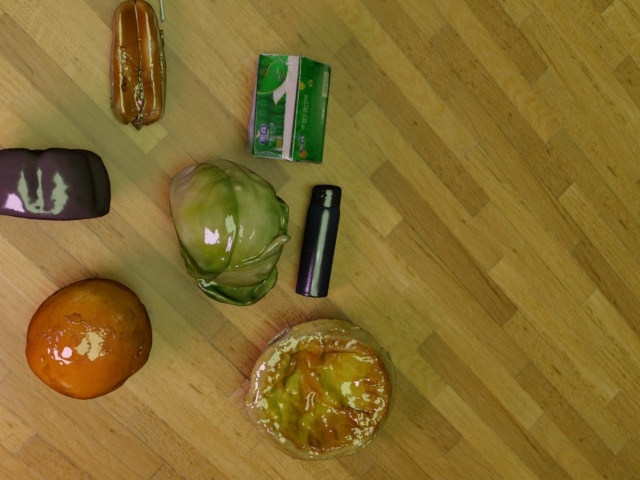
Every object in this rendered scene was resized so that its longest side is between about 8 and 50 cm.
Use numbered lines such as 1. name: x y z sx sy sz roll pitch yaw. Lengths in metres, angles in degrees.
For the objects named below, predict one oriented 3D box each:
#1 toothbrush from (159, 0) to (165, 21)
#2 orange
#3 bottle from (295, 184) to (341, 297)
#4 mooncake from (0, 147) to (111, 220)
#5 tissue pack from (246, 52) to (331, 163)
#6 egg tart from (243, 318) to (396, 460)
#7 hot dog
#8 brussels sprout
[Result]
1. toothbrush: -0.319 -0.505 1.622 0.013 0.011 0.131 -7 99 -29
2. orange: -0.441 0.187 1.556 0.240 0.240 0.240 -2 98 -17
3. bottle: 0.000 0.000 1.754 0.082 0.072 0.244 1 99 -54
4. mooncake: -0.515 -0.103 1.502 0.245 0.245 0.133 -3 95 -17
5. tissue pack: -0.081 -0.269 1.663 0.156 0.148 0.209 8 97 22
6. egg tart: 0.001 0.319 1.763 0.341 0.132 0.341 -2 97 -18
7. hot dog: -0.361 -0.351 1.598 0.109 0.072 0.269 -2 99 -19
8. brussels sprout: -0.176 -0.019 1.602 0.227 0.259 0.294 -21 80 -28
